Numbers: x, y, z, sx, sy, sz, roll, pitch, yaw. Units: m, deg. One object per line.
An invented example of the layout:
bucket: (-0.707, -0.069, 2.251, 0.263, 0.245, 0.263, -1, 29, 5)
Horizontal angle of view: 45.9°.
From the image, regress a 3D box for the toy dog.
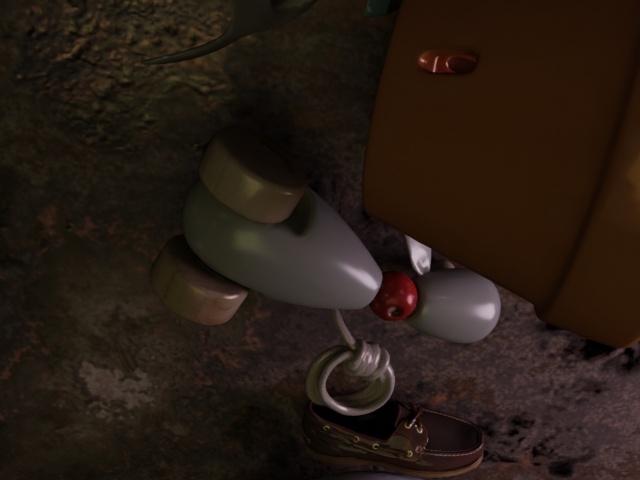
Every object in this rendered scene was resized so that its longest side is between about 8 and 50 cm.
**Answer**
toy dog: (0.000, 0.000, 0.689, 0.220, 0.161, 0.334, -36, 130, 18)

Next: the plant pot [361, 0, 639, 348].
plant pot: (0.154, -0.091, 0.546, 0.203, 0.291, 0.291, 16, 122, 10)

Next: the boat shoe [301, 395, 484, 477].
boat shoe: (0.082, 0.213, 0.838, 0.207, 0.073, 0.073, 2, 124, -1)

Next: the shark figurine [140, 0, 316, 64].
shark figurine: (-0.023, -0.231, 0.532, 0.116, 0.278, 0.166, 0, 166, 45)

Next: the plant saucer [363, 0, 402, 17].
plant saucer: (0.076, -0.257, 0.549, 0.018, 0.067, 0.192, 25, 122, 14)

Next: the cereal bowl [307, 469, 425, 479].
cereal bowl: (0.054, 0.389, 0.904, 0.339, 0.141, 0.339, 1, 126, 1)
